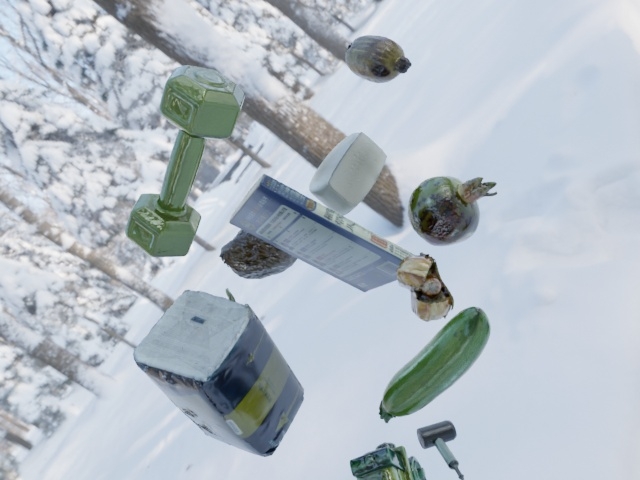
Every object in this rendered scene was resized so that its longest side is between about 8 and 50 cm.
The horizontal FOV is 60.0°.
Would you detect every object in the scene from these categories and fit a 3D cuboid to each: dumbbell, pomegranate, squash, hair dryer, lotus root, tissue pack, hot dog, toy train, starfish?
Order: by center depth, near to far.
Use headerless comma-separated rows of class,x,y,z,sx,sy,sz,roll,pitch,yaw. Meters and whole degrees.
dumbbell,-0.210,-0.111,0.844,0.108,0.121,0.301,-38,-22,-56
hot dog,0.170,0.075,0.921,0.072,0.109,0.269,-24,-5,6
squash,0.257,0.291,1.256,0.395,0.107,0.107,-55,9,31
toy train,0.192,0.686,1.366,0.160,0.253,0.396,-24,52,14
tissue pack,-0.246,0.356,1.461,0.264,0.416,0.253,11,53,32
hair dryer,0.336,0.559,1.464,0.101,0.056,0.197,-13,25,-9
pomegranate,0.356,-0.085,1.480,0.246,0.198,0.198,-17,26,19
starfish,-0.285,0.260,1.791,0.223,0.050,0.216,-41,50,41
lotus root,0.189,-0.594,1.819,0.260,0.129,0.145,29,97,37

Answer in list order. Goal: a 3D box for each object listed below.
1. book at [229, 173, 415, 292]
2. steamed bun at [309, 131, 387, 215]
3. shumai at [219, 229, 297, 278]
book,0.000,0.000,1.367,0.300,0.428,0.039,-33,32,63
steamed bun,0.075,-0.196,1.668,0.241,0.146,0.164,-58,19,-23
shumai,-0.173,0.020,1.704,0.218,0.183,0.185,-35,8,6
